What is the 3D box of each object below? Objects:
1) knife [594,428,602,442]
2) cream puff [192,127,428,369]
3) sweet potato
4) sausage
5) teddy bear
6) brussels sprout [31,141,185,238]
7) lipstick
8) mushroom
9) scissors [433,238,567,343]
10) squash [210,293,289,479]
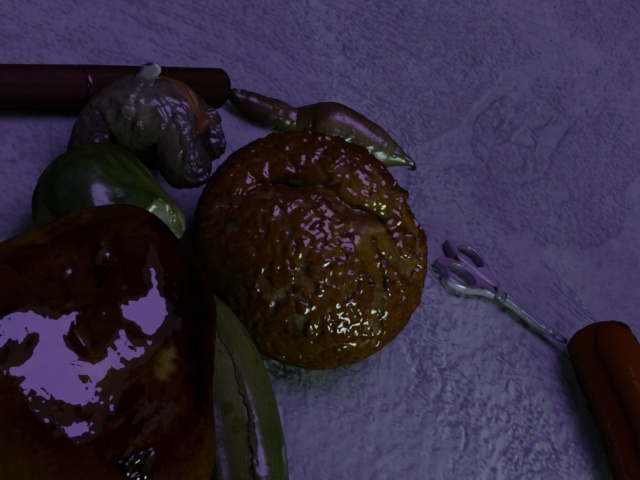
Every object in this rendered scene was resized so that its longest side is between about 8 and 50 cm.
[{"bbox_3d":[0.425,0.298,1.957,0.078,0.022,0.166,-22,68,-45],"label":"knife"},{"bbox_3d":[0.000,0.000,1.721,0.303,0.212,0.303,24,44,-25],"label":"cream puff"},{"bbox_3d":[0.002,-0.152,1.998,0.269,0.074,0.074,19,41,-13],"label":"sweet potato"},{"bbox_3d":[0.402,0.231,1.920,0.102,0.102,0.330,15,42,-31],"label":"sausage"},{"bbox_3d":[-0.192,-0.135,1.737,0.177,0.140,0.190,4,6,6],"label":"teddy bear"},{"bbox_3d":[-0.230,-0.032,1.602,0.145,0.131,0.183,37,11,12],"label":"brussels sprout"},{"bbox_3d":[-0.253,-0.183,1.810,0.357,0.057,0.057,-5,56,-45],"label":"lipstick"},{"bbox_3d":[-0.235,0.137,1.405,0.345,0.259,0.345,6,70,-17],"label":"mushroom"},{"bbox_3d":[0.244,0.077,2.019,0.212,0.021,0.110,38,33,-5],"label":"scissors"},{"bbox_3d":[-0.099,0.149,1.579,0.094,0.094,0.341,9,46,-36],"label":"squash"}]
